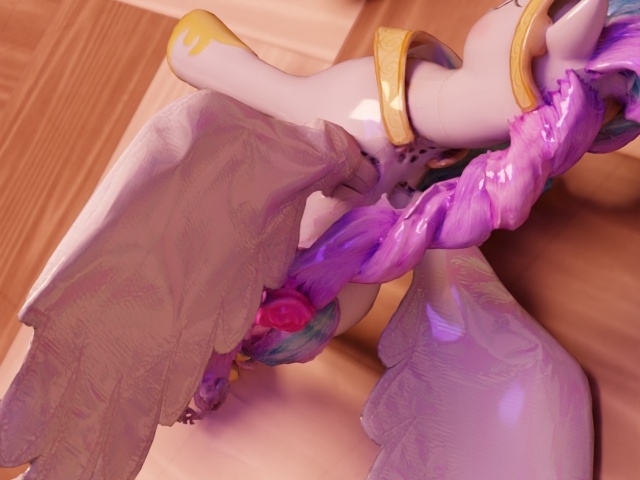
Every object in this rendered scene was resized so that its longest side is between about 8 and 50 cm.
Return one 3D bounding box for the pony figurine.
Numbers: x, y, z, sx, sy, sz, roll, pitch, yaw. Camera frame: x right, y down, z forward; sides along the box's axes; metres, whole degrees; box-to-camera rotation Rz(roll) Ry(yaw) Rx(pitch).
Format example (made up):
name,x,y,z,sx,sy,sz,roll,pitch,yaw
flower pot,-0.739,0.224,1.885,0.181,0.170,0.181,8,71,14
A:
name,x,y,z,sx,sy,sz,roll,pitch,yaw
pony figurine,0.000,0.000,0.573,0.363,0.302,0.351,-2,59,54
